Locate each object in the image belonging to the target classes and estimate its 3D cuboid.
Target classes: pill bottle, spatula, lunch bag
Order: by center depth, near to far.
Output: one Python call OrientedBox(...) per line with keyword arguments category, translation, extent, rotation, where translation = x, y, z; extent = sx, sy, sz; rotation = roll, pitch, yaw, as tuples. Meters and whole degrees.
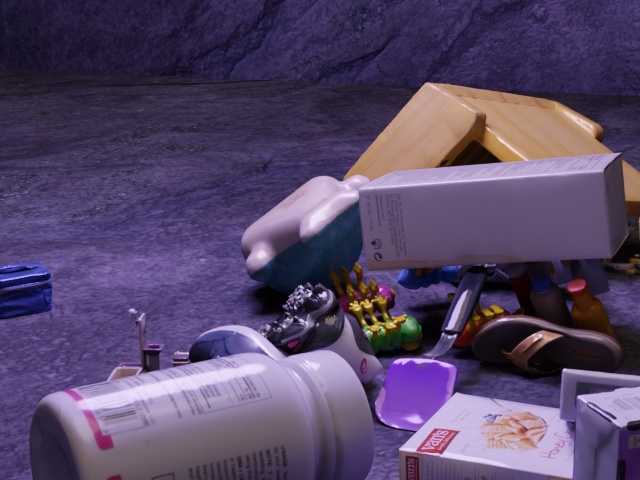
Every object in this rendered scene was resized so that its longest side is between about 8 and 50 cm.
OrientedBox(category="pill bottle", translation=(-0.104, 0.191, 1.239), extent=(0.283, 0.160, 0.160), rotation=(-9, 18, -28))
OrientedBox(category="spatula", translation=(0.142, 0.115, 1.582), extent=(0.084, 0.030, 0.296), rotation=(5, 33, 23))
OrientedBox(category="lunch bag", translation=(-0.421, 0.063, 1.880), extent=(0.098, 0.065, 0.067), rotation=(-10, 18, -30))

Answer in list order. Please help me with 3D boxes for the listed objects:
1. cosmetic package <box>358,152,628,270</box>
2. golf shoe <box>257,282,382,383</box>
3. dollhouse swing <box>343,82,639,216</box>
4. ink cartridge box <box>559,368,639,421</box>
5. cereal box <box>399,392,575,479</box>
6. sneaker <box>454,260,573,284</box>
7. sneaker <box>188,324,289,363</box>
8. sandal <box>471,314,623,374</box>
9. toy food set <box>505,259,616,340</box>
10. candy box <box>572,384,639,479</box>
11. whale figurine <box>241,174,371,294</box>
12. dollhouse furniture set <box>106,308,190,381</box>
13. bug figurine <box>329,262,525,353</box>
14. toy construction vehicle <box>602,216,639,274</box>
OrientedBox(category="cosmetic package", translation=(0.220, -0.036, 1.728), extent=(0.309, 0.113, 0.160), rotation=(-3, 10, 22))
OrientedBox(category="golf shoe", translation=(-0.007, 0.123, 1.627), extent=(0.120, 0.105, 0.273), rotation=(42, -6, -6))
OrientedBox(category="dollhouse swing", translation=(0.298, -0.068, 2.138), extent=(0.347, 0.315, 0.305), rotation=(1, 49, -47))
OrientedBox(category="ink cartridge box", translation=(0.343, 0.168, 1.381), extent=(0.189, 0.066, 0.232), rotation=(4, -11, 14))
OrientedBox(category="cereal box", translation=(0.217, 0.212, 1.350), extent=(0.240, 0.047, 0.173), rotation=(6, 16, 24))
OrientedBox(category="sneaker", translation=(0.238, 0.032, 1.949), extent=(0.281, 0.105, 0.115), rotation=(4, 30, 41))
OrientedBox(category="sneaker", translation=(-0.116, 0.158, 1.490), extent=(0.163, 0.086, 0.226), rotation=(-10, 19, -39))
OrientedBox(category="sandal", translation=(0.265, 0.133, 1.619), extent=(0.180, 0.072, 0.049), rotation=(9, 39, 17))
OrientedBox(category="toy food set", translation=(0.301, 0.045, 1.741), extent=(0.111, 0.104, 0.232), rotation=(-18, 33, 15))
OrientedBox(category="candy box", translation=(0.314, 0.204, 1.161), extent=(0.196, 0.164, 0.070), rotation=(-7, 17, -21))
OrientedBox(category="whale figurine", translation=(0.000, 0.000, 1.868), extent=(0.216, 0.141, 0.272), rotation=(-38, 7, -16))
OrientedBox(category="dollhouse furniture set", translation=(-0.206, 0.131, 1.599), extent=(0.091, 0.081, 0.114), rotation=(1, 16, 6))
OrientedBox(category="bug figurine", translation=(0.127, 0.084, 1.769), extent=(0.216, 0.072, 0.279), rotation=(-11, 22, -12))
OrientedBox(category="toy construction vehicle", translation=(0.457, 0.008, 1.997), extent=(0.098, 0.086, 0.035), rotation=(12, 26, 36))
